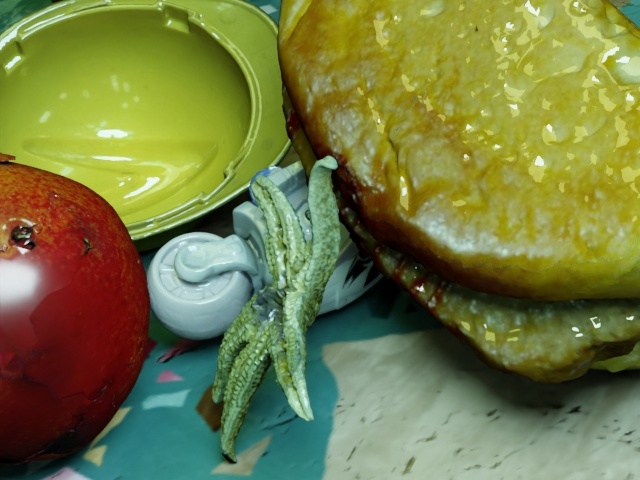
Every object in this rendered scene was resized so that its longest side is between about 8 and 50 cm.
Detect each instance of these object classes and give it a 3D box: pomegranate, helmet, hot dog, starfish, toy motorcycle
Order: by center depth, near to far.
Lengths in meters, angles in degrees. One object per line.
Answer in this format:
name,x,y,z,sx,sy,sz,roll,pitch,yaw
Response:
hot dog,0.110,-0.061,1.054,0.223,0.185,0.405,-49,56,14
starfish,-0.024,0.042,1.054,0.050,0.223,0.217,12,34,-11
pomegranate,-0.222,0.046,1.124,0.235,0.210,0.210,-6,35,46
toy motorcycle,0.000,0.000,1.189,0.254,0.112,0.112,-28,36,-17
helmet,-0.142,-0.073,1.300,0.257,0.140,0.205,-12,68,-4

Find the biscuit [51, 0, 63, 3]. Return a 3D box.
biscuit,-0.153,-0.404,1.566,0.166,0.342,0.395,7,41,22
